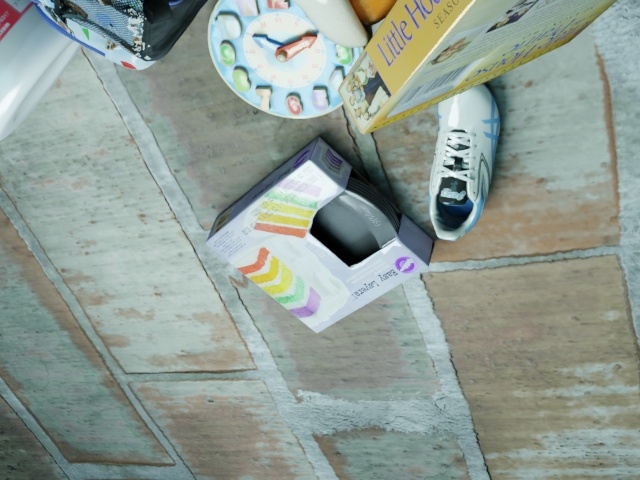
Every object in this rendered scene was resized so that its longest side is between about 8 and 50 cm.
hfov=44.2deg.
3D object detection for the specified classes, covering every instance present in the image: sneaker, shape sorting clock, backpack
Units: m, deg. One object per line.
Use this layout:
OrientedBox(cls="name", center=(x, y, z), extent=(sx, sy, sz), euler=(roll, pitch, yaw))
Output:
OrientedBox(cls="sneaker", center=(0.183, -0.101, 1.023), extent=(0.085, 0.086, 0.237), euler=(8, 130, 14))
OrientedBox(cls="shape sorting clock", center=(-0.046, -0.240, 1.005), extent=(0.206, 0.040, 0.206), euler=(9, 132, 11))
OrientedBox(cls="backpack", center=(-0.228, -0.339, 0.851), extent=(0.263, 0.276, 0.213), euler=(32, 145, -6))

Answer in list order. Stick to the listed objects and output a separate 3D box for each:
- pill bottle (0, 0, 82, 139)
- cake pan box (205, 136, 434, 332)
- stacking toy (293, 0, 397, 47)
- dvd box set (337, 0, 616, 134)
OrientedBox(cls="pill bottle", center=(-0.502, -0.324, 0.951), extent=(0.407, 0.229, 0.229), euler=(38, 131, -15))
OrientedBox(cls="cake pan box", center=(0.000, 0.000, 1.184), extent=(0.245, 0.070, 0.267), euler=(41, 129, -21))
OrientedBox(cls="stacking toy", center=(0.155, -0.404, 0.662), extent=(0.479, 0.351, 0.351), euler=(-19, 123, 13))
OrientedBox(cls="dvd box set", center=(0.211, -0.247, 0.656), extent=(0.062, 0.307, 0.420), euler=(61, 158, 6))
